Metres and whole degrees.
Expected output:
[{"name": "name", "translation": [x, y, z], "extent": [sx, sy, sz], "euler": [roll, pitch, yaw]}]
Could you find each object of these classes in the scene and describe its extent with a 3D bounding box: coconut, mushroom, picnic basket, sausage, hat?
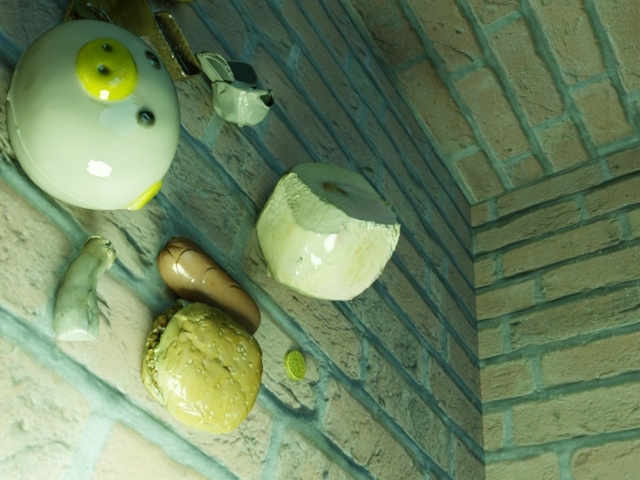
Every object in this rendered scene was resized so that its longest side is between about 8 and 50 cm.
[{"name": "coconut", "translation": [0.000, 0.000, 1.727], "extent": [0.404, 0.405, 0.404], "euler": [38, 41, -43]}, {"name": "mushroom", "translation": [-0.453, 0.088, 1.162], "extent": [0.092, 0.081, 0.223], "euler": [21, 49, -30]}, {"name": "picnic basket", "translation": [-0.410, -0.534, 1.676], "extent": [0.193, 0.055, 0.110], "euler": [62, 28, -11]}, {"name": "sausage", "translation": [-0.264, 0.113, 1.420], "extent": [0.304, 0.121, 0.121], "euler": [51, 33, -31]}, {"name": "hat", "translation": [-0.268, -0.452, 1.781], "extent": [0.275, 0.161, 0.232], "euler": [44, 14, 4]}]

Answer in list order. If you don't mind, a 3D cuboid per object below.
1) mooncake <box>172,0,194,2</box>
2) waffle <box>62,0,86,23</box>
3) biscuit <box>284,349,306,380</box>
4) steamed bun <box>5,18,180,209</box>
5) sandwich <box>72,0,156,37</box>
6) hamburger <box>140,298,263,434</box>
[{"name": "mooncake", "translation": [-0.419, -0.882, 1.693], "extent": [0.393, 0.246, 0.394], "euler": [-24, 92, -53]}, {"name": "waffle", "translation": [-0.540, -0.497, 1.441], "extent": [0.148, 0.042, 0.102], "euler": [37, 43, -44]}, {"name": "biscuit", "translation": [-0.072, 0.350, 1.692], "extent": [0.084, 0.023, 0.084], "euler": [36, 44, -44]}, {"name": "steamed bun", "translation": [-0.433, -0.243, 1.181], "extent": [0.334, 0.334, 0.373], "euler": [30, 51, -49]}, {"name": "sandwich", "translation": [-0.504, -0.583, 1.419], "extent": [0.245, 0.063, 0.212], "euler": [63, 30, -23]}, {"name": "hamburger", "translation": [-0.249, 0.269, 1.301], "extent": [0.283, 0.145, 0.259], "euler": [36, 53, -31]}]
